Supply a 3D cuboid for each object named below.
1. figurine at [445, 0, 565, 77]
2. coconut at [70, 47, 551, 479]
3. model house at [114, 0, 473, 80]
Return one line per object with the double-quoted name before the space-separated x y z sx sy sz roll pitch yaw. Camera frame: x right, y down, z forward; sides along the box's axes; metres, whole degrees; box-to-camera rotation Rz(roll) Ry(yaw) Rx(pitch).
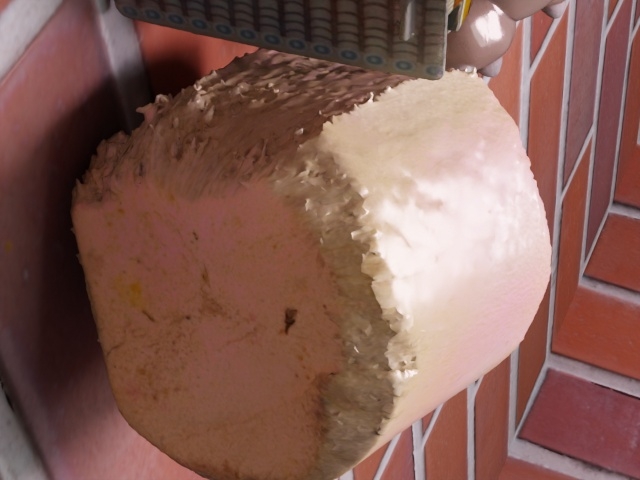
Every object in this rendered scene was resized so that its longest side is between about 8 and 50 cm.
"figurine" 0.109 -0.325 1.139 0.248 0.203 0.380 -45 122 -51
"coconut" 0.000 0.000 1.043 0.309 0.297 0.297 -32 137 -54
"model house" 0.000 -0.220 0.964 0.215 0.224 0.198 -51 152 -62
